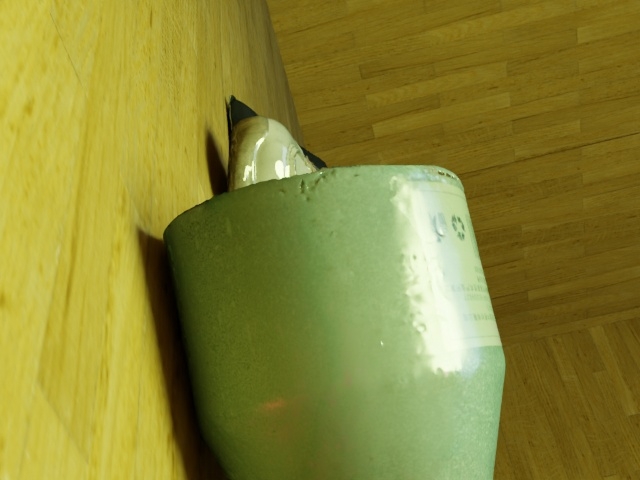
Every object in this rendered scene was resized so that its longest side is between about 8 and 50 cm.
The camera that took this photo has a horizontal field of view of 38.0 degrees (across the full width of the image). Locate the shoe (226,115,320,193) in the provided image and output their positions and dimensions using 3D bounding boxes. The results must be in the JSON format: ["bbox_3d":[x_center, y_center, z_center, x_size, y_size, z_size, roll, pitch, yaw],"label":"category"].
[{"bbox_3d":[0.000,-0.002,1.143,0.172,0.198,0.351,-101,178,-56],"label":"shoe"}]

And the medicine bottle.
[{"bbox_3d":[0.020,0.113,0.708,0.245,0.245,0.290,63,17,-77],"label":"medicine bottle"}]

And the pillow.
[{"bbox_3d":[-0.053,-0.114,1.344,0.208,0.055,0.141,32,32,-34],"label":"pillow"}]
